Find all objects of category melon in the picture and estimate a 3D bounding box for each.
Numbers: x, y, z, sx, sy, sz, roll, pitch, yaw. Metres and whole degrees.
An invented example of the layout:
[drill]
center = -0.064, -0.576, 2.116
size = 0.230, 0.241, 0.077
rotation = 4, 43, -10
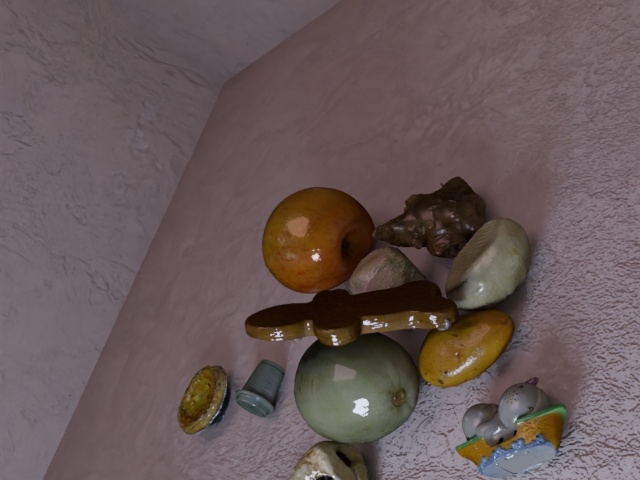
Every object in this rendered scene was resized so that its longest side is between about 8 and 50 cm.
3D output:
[melon]
center = 0.076, 0.313, 1.502
size = 0.308, 0.272, 0.271
rotation = -29, 39, 37

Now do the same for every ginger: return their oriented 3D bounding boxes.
[ginger]
center = 0.263, -0.036, 1.636
size = 0.270, 0.123, 0.218
rotation = -28, 46, 5

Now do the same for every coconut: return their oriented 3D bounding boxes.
[coconut]
center = 0.154, 0.120, 1.660
size = 0.194, 0.194, 0.194
rotation = -38, 33, 31

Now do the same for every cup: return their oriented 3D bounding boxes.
[cup]
center = -0.165, 0.412, 1.937
size = 0.120, 0.120, 0.141
rotation = -15, 41, 52

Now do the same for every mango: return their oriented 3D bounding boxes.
[mango]
center = 0.295, 0.212, 1.409
size = 0.227, 0.109, 0.147
rotation = -39, 29, 27

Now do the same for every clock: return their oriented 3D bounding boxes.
[clock]
center = 0.336, 0.335, 1.229
size = 0.231, 0.103, 0.144
rotation = -36, 33, 30

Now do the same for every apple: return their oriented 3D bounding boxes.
[apple]
center = 0.000, 0.000, 1.912
size = 0.275, 0.299, 0.298
rotation = 1, 61, 42

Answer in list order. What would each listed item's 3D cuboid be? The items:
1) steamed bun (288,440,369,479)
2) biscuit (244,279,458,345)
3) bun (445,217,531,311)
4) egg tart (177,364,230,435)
[steamed bun]
center = 0.040, 0.526, 1.465
size = 0.155, 0.172, 0.140
rotation = 36, 105, 44
[biscuit]
center = 0.058, 0.165, 1.455
size = 0.283, 0.433, 0.064
rotation = -105, 6, -78
[bun]
center = 0.363, 0.063, 1.453
size = 0.222, 0.128, 0.222
rotation = -58, 4, 6
[egg tart]
center = -0.354, 0.505, 2.157
size = 0.234, 0.094, 0.234
rotation = -38, 31, 28
